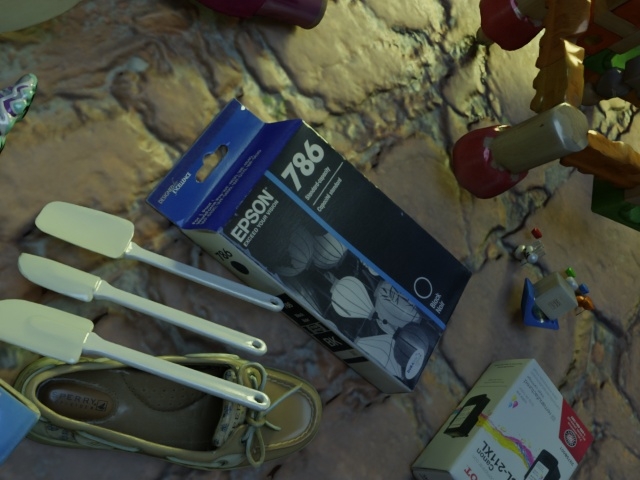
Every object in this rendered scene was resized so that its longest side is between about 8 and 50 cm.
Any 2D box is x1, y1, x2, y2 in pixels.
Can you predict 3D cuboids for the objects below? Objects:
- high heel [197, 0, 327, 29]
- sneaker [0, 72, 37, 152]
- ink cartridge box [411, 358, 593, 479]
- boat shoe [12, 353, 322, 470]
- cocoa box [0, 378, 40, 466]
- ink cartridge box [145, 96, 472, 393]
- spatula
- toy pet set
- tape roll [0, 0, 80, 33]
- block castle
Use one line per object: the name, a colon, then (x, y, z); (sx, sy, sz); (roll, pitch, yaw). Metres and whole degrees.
high heel: (-0.073, -0.428, 0.748); (0.181, 0.127, 0.377); (5, 78, -38)
sneaker: (-0.301, -0.122, 0.608); (0.069, 0.038, 0.098); (30, 65, -19)
ink cartridge box: (0.205, 0.238, 0.762); (0.175, 0.072, 0.127); (-43, 99, -30)
boat shoe: (-0.118, 0.152, 0.605); (0.285, 0.089, 0.104); (8, 73, -26)
cocoa box: (-0.327, 0.116, 0.356); (0.228, 0.347, 0.231); (43, 61, -13)
ink cartridge box: (0.000, 0.000, 0.722); (0.333, 0.065, 0.165); (39, 64, -13)
spatula: (-0.148, 0.054, 0.599); (0.242, 0.019, 0.168); (20, 36, -10)
toy pet set: (0.286, 0.065, 0.870); (0.122, 0.065, 0.114); (46, 27, -13)
tape roll: (-0.307, -0.258, 0.500); (0.286, 0.286, 0.100); (-4, 78, -28)
block castle: (0.399, -0.148, 0.888); (0.453, 0.213, 0.303); (18, 73, -21)
